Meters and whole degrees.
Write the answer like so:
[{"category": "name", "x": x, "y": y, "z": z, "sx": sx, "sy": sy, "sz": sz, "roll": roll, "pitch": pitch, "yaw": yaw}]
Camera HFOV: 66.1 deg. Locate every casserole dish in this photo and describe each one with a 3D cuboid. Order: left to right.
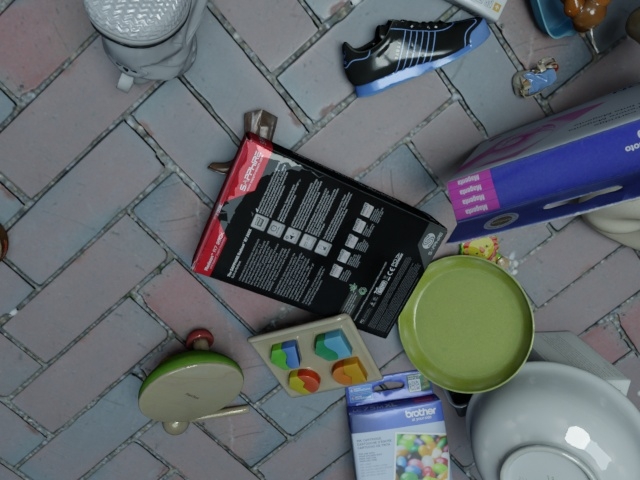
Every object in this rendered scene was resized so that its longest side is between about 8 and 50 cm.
[{"category": "casserole dish", "x": 0.363, "y": -0.405, "z": 0.755, "sx": 0.114, "sy": 0.037, "sz": 0.188, "roll": -40, "pitch": 125, "yaw": -3}]

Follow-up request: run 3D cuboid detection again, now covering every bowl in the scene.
[{"category": "bowl", "x": 0.375, "y": 0.360, "z": 0.798, "sx": 0.297, "sy": 0.134, "sz": 0.298, "roll": 7, "pitch": 106, "yaw": 26}]

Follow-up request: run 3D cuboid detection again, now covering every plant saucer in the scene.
[{"category": "plant saucer", "x": 0.258, "y": 0.148, "z": 0.885, "sx": 0.240, "sy": 0.037, "sz": 0.241, "roll": -5, "pitch": 81, "yaw": 30}]

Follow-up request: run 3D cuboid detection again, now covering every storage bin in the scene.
[{"category": "storage bin", "x": 0.308, "y": 0.288, "z": 0.976, "sx": 0.135, "sy": 0.098, "sz": 0.091, "roll": -20, "pitch": 136, "yaw": 1}]

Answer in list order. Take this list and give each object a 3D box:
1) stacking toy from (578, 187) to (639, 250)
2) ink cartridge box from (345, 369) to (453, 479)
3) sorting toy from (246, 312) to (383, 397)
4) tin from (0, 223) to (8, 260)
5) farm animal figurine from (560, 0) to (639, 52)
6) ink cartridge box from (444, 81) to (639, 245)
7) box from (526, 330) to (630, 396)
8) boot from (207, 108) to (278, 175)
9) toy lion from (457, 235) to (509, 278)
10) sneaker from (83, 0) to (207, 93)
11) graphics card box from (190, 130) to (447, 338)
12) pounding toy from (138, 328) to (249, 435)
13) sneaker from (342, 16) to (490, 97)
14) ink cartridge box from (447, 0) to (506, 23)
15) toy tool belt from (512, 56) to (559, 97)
[{"category": "stacking toy", "x": 0.655, "y": -0.202, "z": 0.769, "sx": 0.350, "sy": 0.350, "sz": 0.481, "roll": 20, "pitch": 89, "yaw": -11}, {"category": "ink cartridge box", "x": 0.156, "y": 0.422, "z": 0.961, "sx": 0.185, "sy": 0.065, "sz": 0.312, "roll": -8, "pitch": 85, "yaw": -1}, {"category": "sorting toy", "x": -0.006, "y": 0.221, "z": 0.890, "sx": 0.192, "sy": 0.038, "sz": 0.208, "roll": -17, "pitch": 129, "yaw": 17}, {"category": "tin", "x": -0.621, "y": -0.010, "z": 0.815, "sx": 0.189, "sy": 0.040, "sz": 0.106, "roll": 16, "pitch": 110, "yaw": -10}, {"category": "farm animal figurine", "x": 0.519, "y": -0.336, "z": 0.663, "sx": 0.330, "sy": 0.327, "sz": 0.172, "roll": -30, "pitch": 127, "yaw": 4}, {"category": "ink cartridge box", "x": 0.342, "y": -0.123, "z": 0.652, "sx": 0.323, "sy": 0.330, "sz": 0.072, "roll": -17, "pitch": 103, "yaw": 35}, {"category": "box", "x": 0.458, "y": 0.294, "z": 0.937, "sx": 0.118, "sy": 0.182, "sz": 0.181, "roll": 0, "pitch": 108, "yaw": -7}, {"category": "boot", "x": -0.128, "y": -0.163, "z": 0.810, "sx": 0.106, "sy": 0.037, "sz": 0.114, "roll": 3, "pitch": 111, "yaw": -20}, {"category": "toy lion", "x": 0.294, "y": 0.031, "z": 0.918, "sx": 0.096, "sy": 0.034, "sz": 0.100, "roll": 44, "pitch": 100, "yaw": -9}, {"category": "sneaker", "x": -0.206, "y": -0.378, "z": 0.688, "sx": 0.137, "sy": 0.210, "sz": 0.366, "roll": 26, "pitch": 70, "yaw": -13}, {"category": "graphics card box", "x": 0.000, "y": 0.000, "z": 0.829, "sx": 0.370, "sy": 0.094, "sz": 0.233, "roll": 21, "pitch": 104, "yaw": -17}, {"category": "pounding toy", "x": -0.239, "y": 0.252, "z": 0.915, "sx": 0.182, "sy": 0.110, "sz": 0.237, "roll": -15, "pitch": 138, "yaw": -12}, {"category": "sneaker", "x": 0.146, "y": -0.309, "z": 0.765, "sx": 0.232, "sy": 0.081, "sz": 0.091, "roll": -24, "pitch": 116, "yaw": 4}, {"category": "ink cartridge box", "x": 0.224, "y": -0.473, "z": 0.738, "sx": 0.206, "sy": 0.045, "sz": 0.209, "roll": 21, "pitch": 105, "yaw": -12}, {"category": "toy tool belt", "x": 0.365, "y": -0.270, "z": 0.814, "sx": 0.083, "sy": 0.051, "sz": 0.052, "roll": -27, "pitch": 108, "yaw": 3}]
